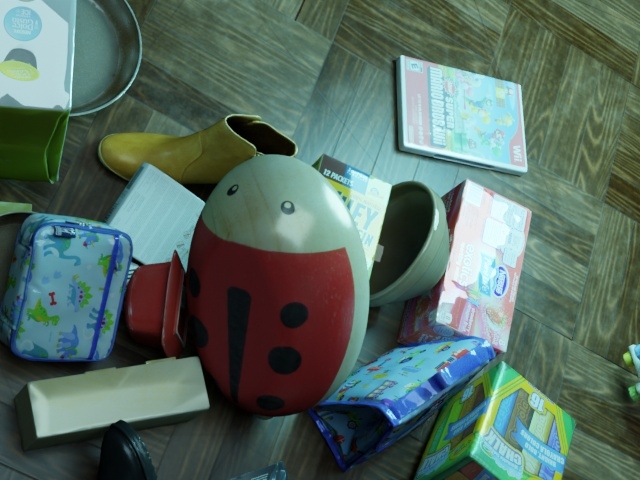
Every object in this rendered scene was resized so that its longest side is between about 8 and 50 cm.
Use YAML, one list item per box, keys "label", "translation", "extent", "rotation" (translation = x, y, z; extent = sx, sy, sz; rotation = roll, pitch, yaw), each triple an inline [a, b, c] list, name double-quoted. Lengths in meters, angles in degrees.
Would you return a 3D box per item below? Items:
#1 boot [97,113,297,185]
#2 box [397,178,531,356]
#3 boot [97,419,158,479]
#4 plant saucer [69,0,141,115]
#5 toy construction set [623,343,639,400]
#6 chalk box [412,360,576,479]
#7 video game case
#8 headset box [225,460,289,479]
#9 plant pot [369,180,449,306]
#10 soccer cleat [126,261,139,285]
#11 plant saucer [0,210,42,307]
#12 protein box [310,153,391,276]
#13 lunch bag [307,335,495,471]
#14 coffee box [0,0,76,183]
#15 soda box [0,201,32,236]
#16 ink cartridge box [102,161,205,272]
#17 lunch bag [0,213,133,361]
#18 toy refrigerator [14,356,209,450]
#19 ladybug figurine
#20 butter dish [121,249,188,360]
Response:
- label: "boot"
  translation: [-0.202, -0.158, 1.911]
  extent: [0.295, 0.211, 0.104]
  rotation: [13, 64, -21]
- label: "box"
  translation: [0.265, 0.063, 2.096]
  extent: [0.154, 0.142, 0.300]
  rotation: [24, 61, -16]
- label: "boot"
  translation: [-0.333, 0.404, 1.646]
  extent: [0.207, 0.094, 0.247]
  rotation: [-21, 112, -33]
- label: "plant saucer"
  translation: [-0.459, -0.342, 1.953]
  extent: [0.310, 0.050, 0.311]
  rotation: [10, 65, -23]
- label: "toy construction set"
  translation: [0.688, 0.345, 2.190]
  extent: [0.215, 0.151, 0.328]
  rotation: [6, 73, -51]
- label: "chalk box"
  translation: [0.279, 0.384, 1.914]
  extent: [0.179, 0.180, 0.289]
  rotation: [40, 42, -8]
- label: "video game case"
  translation: [0.283, -0.249, 2.303]
  extent: [0.285, 0.025, 0.204]
  rotation: [10, 66, -23]
- label: "headset box"
  translation: [-0.107, 0.493, 1.672]
  extent: [0.131, 0.246, 0.283]
  rotation: [-13, 75, -30]
- label: "plant pot"
  translation: [0.147, 0.023, 2.012]
  extent: [0.109, 0.237, 0.237]
  rotation: [33, 57, -30]
- label: "soccer cleat"
  translation: [-0.325, 0.065, 1.869]
  extent: [0.035, 0.029, 0.083]
  rotation: [39, 54, 3]
- label: "plant saucer"
  translation: [-0.465, 0.050, 1.757]
  extent: [0.198, 0.036, 0.199]
  rotation: [-8, 105, -31]
- label: "protein box"
  translation: [0.000, 0.000, 1.954]
  extent: [0.136, 0.200, 0.201]
  rotation: [24, 60, -16]
- label: "lunch bag"
  translation: [0.139, 0.243, 1.859]
  extent: [0.221, 0.293, 0.138]
  rotation: [-29, 84, -26]
- label: "coffee box"
  translation: [-0.535, -0.294, 1.680]
  extent: [0.337, 0.338, 0.334]
  rotation: [3, 75, -15]
- label: "soda box"
  translation: [-0.540, -0.027, 1.776]
  extent: [0.181, 0.061, 0.058]
  rotation: [4, 68, -26]
- label: "ink cartridge box"
  translation: [-0.258, -0.023, 1.906]
  extent: [0.179, 0.045, 0.145]
  rotation: [37, 82, -29]
- label: "lunch bag"
  translation: [-0.381, 0.073, 1.743]
  extent: [0.176, 0.090, 0.219]
  rotation: [11, 96, -36]
- label: "toy refrigerator"
  translation: [-0.317, 0.243, 1.755]
  extent: [0.269, 0.102, 0.094]
  rotation: [-6, 72, -28]
- label: "ladybug figurine"
  translation: [-0.083, 0.094, 1.764]
  extent: [0.305, 0.449, 0.162]
  rotation: [13, 28, 25]
- label: "butter dish"
  translation: [-0.273, 0.105, 1.824]
  extent: [0.118, 0.160, 0.160]
  rotation: [5, 71, 3]
